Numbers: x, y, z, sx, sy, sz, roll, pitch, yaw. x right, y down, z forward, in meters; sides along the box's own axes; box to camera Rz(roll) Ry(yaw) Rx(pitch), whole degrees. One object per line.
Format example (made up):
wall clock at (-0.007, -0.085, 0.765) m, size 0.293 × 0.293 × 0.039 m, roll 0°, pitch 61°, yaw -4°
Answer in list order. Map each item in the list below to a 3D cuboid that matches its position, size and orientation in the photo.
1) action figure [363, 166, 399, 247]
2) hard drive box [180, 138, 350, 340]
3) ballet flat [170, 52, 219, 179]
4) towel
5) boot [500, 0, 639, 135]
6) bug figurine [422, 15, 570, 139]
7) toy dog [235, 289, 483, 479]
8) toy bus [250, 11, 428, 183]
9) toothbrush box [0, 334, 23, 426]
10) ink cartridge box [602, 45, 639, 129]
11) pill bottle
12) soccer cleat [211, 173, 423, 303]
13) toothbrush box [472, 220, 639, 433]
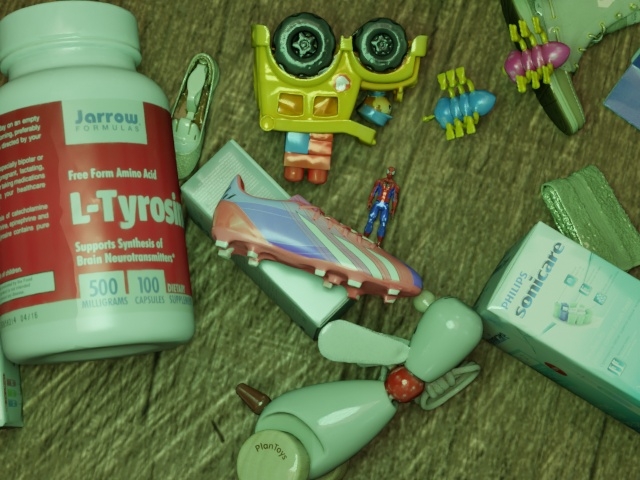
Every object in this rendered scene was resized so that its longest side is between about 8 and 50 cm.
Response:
action figure at (0.078, -0.040, 1.600) m, size 0.038 × 0.030 × 0.115 m, roll 14°, pitch 79°, yaw 6°
hard drive box at (-0.055, 0.006, 1.514) m, size 0.089 × 0.181 × 0.232 m, roll -44°, pitch 85°, yaw -8°
ballet flat at (-0.172, -0.164, 1.602) m, size 0.057 × 0.052 × 0.168 m, roll 12°, pitch 81°, yaw 0°
towel at (0.350, -0.022, 1.580) m, size 0.110 × 0.027 × 0.148 m, roll -21°, pitch 78°, yaw -34°
boot at (0.345, -0.257, 1.616) m, size 0.165 × 0.077 × 0.213 m, roll -20°, pitch 82°, yaw -6°
bug figurine at (0.211, -0.271, 1.577) m, size 0.216 × 0.072 × 0.279 m, roll -10°, pitch 82°, yaw 38°
toy dog at (0.024, 0.166, 1.481) m, size 0.334 × 0.220 × 0.161 m, roll -36°, pitch 70°, yaw -9°
toy bus at (0.019, -0.177, 1.571) m, size 0.220 × 0.149 × 0.211 m, roll 1°, pitch 94°, yaw -3°
toothbrush box at (-0.520, 0.141, 1.515) m, size 0.283 × 0.122 × 0.206 m, roll -5°, pitch 81°, yaw -3°
ink cartridge box at (0.580, -0.221, 1.617) m, size 0.303 × 0.072 × 0.307 m, roll 35°, pitch 80°, yaw 4°
pill bottle at (-0.284, -0.065, 1.496) m, size 0.229 × 0.229 × 0.407 m, roll -8°, pitch 82°, yaw -2°
soccer cleat at (0.000, 0.000, 1.387) m, size 0.248 × 0.083 × 0.095 m, roll 16°, pitch 75°, yaw 3°
toothbrush box at (0.337, 0.118, 1.485) m, size 0.295 × 0.216 × 0.126 m, roll 32°, pitch 82°, yaw 3°
